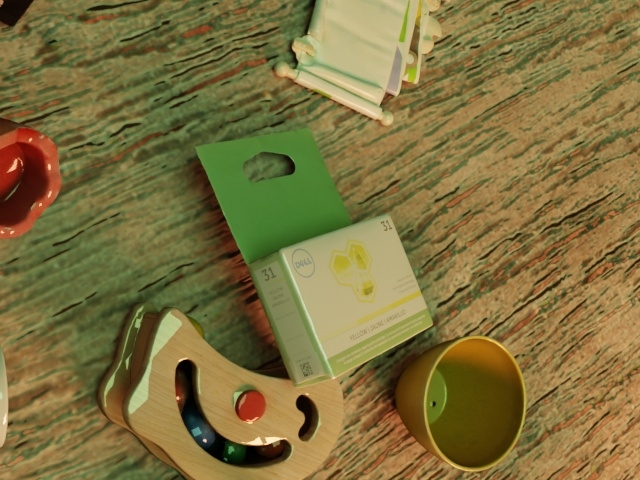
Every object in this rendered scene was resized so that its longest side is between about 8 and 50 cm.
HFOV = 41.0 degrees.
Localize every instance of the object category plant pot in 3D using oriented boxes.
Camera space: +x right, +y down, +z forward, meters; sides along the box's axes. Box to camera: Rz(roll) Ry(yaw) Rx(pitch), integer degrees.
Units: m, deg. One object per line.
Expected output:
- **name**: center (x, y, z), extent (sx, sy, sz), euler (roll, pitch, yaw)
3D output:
- **plant pot**: center (0.132, 0.165, 0.893), extent (0.134, 0.095, 0.134), euler (3, 84, -31)

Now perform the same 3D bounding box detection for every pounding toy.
- **pounding toy**: center (-0.051, 0.158, 0.749), extent (0.269, 0.155, 0.154), euler (48, 66, -23)

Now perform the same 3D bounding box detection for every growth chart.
- **growth chart**: center (0.058, -0.244, 0.926), extent (0.172, 0.021, 0.237), euler (26, 73, -27)

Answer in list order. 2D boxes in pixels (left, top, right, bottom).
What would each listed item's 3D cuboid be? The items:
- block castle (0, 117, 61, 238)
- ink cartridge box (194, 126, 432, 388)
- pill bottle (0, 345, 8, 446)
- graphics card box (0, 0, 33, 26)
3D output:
- **block castle**: center (-0.358, -0.042, 0.433), extent (0.453, 0.213, 0.303), euler (-39, 146, -39)
- **ink cartridge box**: center (0.000, 0.000, 0.800), extent (0.171, 0.056, 0.235), euler (-18, 86, -50)
- **pill bottle**: center (-0.337, 0.119, 0.603), extent (0.209, 0.118, 0.117), euler (-2, 87, -30)
- **graphics card box**: center (-0.362, -0.350, 0.640), extent (0.371, 0.094, 0.232), euler (21, 76, -27)
